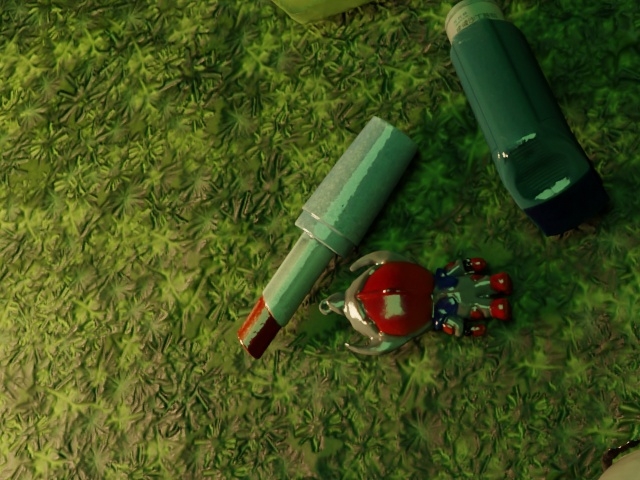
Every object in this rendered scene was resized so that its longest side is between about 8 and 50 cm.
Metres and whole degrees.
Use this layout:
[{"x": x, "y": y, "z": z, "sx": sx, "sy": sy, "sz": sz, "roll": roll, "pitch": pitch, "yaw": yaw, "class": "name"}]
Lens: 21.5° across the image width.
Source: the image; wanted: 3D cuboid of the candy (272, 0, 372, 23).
[{"x": 0.090, "y": -0.346, "z": 1.770, "sx": 0.343, "sy": 0.132, "sz": 0.142, "roll": -21, "pitch": 55, "yaw": 19, "class": "candy"}]

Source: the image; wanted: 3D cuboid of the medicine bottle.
[{"x": 0.193, "y": -0.131, "z": 1.659, "sx": 0.079, "sy": 0.124, "sz": 0.258, "roll": -33, "pitch": 48, "yaw": 17, "class": "medicine bottle"}]

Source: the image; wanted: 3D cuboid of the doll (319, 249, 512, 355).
[{"x": 0.092, "y": 0.059, "z": 1.659, "sx": 0.194, "sy": 0.062, "sz": 0.104, "roll": -4, "pitch": 87, "yaw": 17, "class": "doll"}]

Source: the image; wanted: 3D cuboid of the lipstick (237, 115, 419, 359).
[{"x": 0.000, "y": 0.000, "z": 1.723, "sx": 0.068, "sy": 0.061, "sz": 0.274, "roll": 34, "pitch": 88, "yaw": 30, "class": "lipstick"}]

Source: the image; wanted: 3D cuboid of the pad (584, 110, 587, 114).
[{"x": 0.390, "y": -0.094, "z": 1.560, "sx": 0.250, "sy": 0.055, "sz": 0.323, "roll": -36, "pitch": 48, "yaw": -10, "class": "pad"}]

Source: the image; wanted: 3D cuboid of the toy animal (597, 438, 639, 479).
[{"x": 0.343, "y": 0.217, "z": 1.374, "sx": 0.325, "sy": 0.208, "sz": 0.154, "roll": 126, "pitch": 154, "yaw": -48, "class": "toy animal"}]
